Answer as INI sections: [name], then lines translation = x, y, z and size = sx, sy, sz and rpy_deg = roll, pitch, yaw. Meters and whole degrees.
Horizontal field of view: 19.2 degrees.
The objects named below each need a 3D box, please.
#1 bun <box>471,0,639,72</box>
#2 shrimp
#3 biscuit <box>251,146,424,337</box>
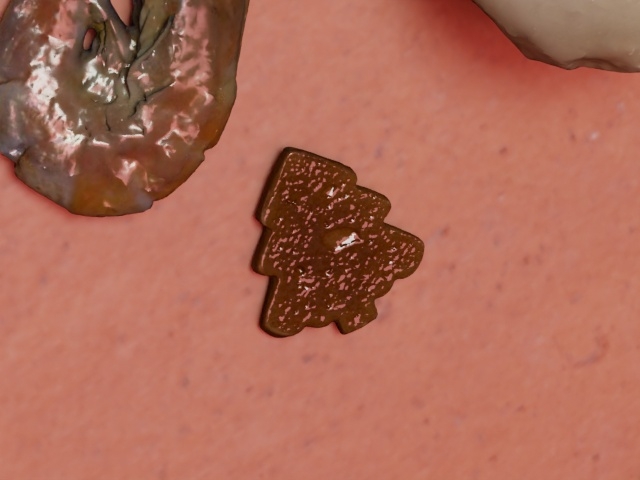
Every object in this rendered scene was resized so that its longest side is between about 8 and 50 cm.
[bun]
translation = 0.121, -0.147, 0.799
size = 0.183, 0.102, 0.183
rpy_deg = 5, 67, -13
[shrimp]
translation = -0.072, -0.100, 0.761
size = 0.101, 0.042, 0.190
rpy_deg = 15, 97, -19
[biscuit]
translation = 0.000, 0.000, 0.830
size = 0.082, 0.016, 0.092
rpy_deg = -30, 112, -9
